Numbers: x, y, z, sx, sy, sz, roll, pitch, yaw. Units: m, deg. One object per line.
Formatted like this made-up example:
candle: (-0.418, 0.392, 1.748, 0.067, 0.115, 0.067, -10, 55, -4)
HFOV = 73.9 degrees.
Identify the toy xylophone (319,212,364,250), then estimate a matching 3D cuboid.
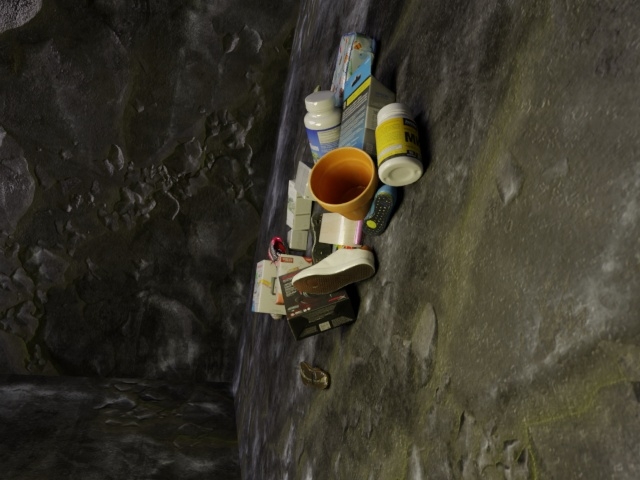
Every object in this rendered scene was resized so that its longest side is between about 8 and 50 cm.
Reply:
toy xylophone: (0.074, -0.069, 1.590, 0.323, 0.081, 0.235, -146, 65, -71)

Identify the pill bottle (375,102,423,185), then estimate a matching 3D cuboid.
pill bottle: (0.212, -0.266, 1.170, 0.119, 0.119, 0.208, 127, 146, -58)

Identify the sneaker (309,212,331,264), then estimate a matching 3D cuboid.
sneaker: (0.000, 0.000, 1.811, 0.130, 0.087, 0.227, 40, -136, -87)

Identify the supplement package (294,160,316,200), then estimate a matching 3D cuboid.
supplement package: (-0.022, -0.263, 1.903, 0.244, 0.134, 0.138, -126, 46, -67)

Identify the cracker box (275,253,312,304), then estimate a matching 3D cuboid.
cracker box: (-0.123, 0.188, 1.985, 0.067, 0.156, 0.231, 133, 141, -62)

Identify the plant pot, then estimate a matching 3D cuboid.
plant pot: (0.093, -0.158, 1.341, 0.188, 0.206, 0.204, 47, -141, -59)

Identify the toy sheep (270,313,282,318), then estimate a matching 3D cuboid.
toy sheep: (-0.245, 0.394, 2.411, 0.091, 0.091, 0.131, -126, 28, -66)

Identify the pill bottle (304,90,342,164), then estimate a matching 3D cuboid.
pill bottle: (0.023, -0.421, 1.627, 0.152, 0.153, 0.271, -105, 0, -53)

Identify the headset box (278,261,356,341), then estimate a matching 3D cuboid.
headset box: (-0.022, 0.194, 1.518, 0.293, 0.218, 0.110, -112, 4, -60)

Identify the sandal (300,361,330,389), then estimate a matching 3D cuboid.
sandal: (-0.017, 0.528, 1.665, 0.219, 0.060, 0.089, -12, 77, 57)

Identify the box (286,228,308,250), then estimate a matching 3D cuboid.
box: (-0.121, 0.002, 2.181, 0.102, 0.087, 0.101, 153, 123, -70)

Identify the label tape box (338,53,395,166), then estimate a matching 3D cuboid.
label tape box: (0.153, -0.414, 1.451, 0.241, 0.106, 0.332, 169, 108, -71)

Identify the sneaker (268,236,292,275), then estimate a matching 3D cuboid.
sneaker: (-0.178, 0.118, 2.107, 0.299, 0.121, 0.112, 56, 155, 24)

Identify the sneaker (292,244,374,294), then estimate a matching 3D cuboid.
sneaker: (0.045, 0.093, 1.405, 0.105, 0.291, 0.123, 58, -154, -35)

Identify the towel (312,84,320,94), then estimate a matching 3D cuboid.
towel: (-0.031, -0.771, 2.353, 0.110, 0.027, 0.147, 143, 132, -68)

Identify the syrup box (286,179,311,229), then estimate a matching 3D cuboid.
syrup box: (-0.104, -0.178, 2.117, 0.093, 0.097, 0.236, 40, 129, 53)

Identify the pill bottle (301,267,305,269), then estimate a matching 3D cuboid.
pill bottle: (-0.039, 0.173, 1.779, 0.221, 0.121, 0.121, 172, 105, -72)

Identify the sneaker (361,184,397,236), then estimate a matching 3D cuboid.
sneaker: (0.186, -0.093, 1.296, 0.082, 0.069, 0.209, -57, -9, -38)

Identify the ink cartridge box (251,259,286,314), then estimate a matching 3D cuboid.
ink cartridge box: (-0.239, 0.253, 2.260, 0.198, 0.198, 0.269, 155, 122, -70)

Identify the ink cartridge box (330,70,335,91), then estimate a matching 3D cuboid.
ink cartridge box: (0.091, -0.684, 1.858, 0.104, 0.060, 0.179, -129, 50, -68)

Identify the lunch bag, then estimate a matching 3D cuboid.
lunch bag: (0.122, -0.658, 1.665, 0.243, 0.115, 0.302, -116, 37, -66)
